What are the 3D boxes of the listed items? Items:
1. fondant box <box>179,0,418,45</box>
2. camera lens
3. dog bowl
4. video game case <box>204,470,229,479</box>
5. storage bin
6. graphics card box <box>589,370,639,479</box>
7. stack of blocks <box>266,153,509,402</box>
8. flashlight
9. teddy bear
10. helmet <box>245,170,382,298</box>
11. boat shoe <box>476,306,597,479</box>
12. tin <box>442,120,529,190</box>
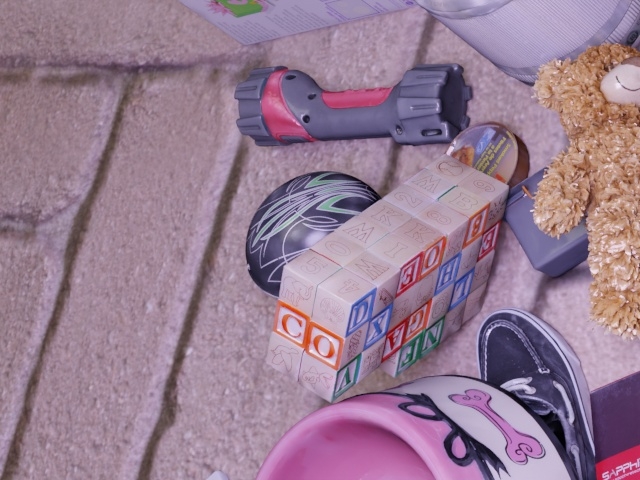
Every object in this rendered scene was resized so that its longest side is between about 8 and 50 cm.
[{"bbox_3d":[-0.039,-0.360,2.246,0.330,0.238,0.096,-9,64,37],"label":"fondant box"},{"bbox_3d":[0.230,-0.301,1.965,0.219,0.274,0.219,-19,58,33],"label":"camera lens"},{"bbox_3d":[0.075,0.332,1.792,0.408,0.150,0.407,-9,78,46],"label":"dog bowl"},{"bbox_3d":[-0.154,0.393,2.117,0.190,0.022,0.173,-42,48,16],"label":"video game case"},{"bbox_3d":[0.264,-0.028,1.933,0.135,0.098,0.091,-34,61,23],"label":"storage bin"},{"bbox_3d":[0.372,0.272,1.645,0.233,0.094,0.370,-28,48,38],"label":"graphics card box"},{"bbox_3d":[0.071,0.051,1.877,0.087,0.297,0.171,29,129,25],"label":"stack of blocks"},{"bbox_3d":[0.039,-0.170,2.188,0.304,0.103,0.103,-3,30,37],"label":"flashlight"},{"bbox_3d":[0.329,-0.056,1.819,0.245,0.113,0.338,5,69,7],"label":"teddy bear"},{"bbox_3d":[0.000,0.000,2.086,0.169,0.161,0.169,-19,58,33],"label":"helmet"},{"bbox_3d":[0.217,0.185,1.852,0.108,0.102,0.301,-33,51,24],"label":"boat shoe"},{"bbox_3d":[0.166,-0.047,2.059,0.189,0.040,0.106,-56,42,4],"label":"tin"}]
